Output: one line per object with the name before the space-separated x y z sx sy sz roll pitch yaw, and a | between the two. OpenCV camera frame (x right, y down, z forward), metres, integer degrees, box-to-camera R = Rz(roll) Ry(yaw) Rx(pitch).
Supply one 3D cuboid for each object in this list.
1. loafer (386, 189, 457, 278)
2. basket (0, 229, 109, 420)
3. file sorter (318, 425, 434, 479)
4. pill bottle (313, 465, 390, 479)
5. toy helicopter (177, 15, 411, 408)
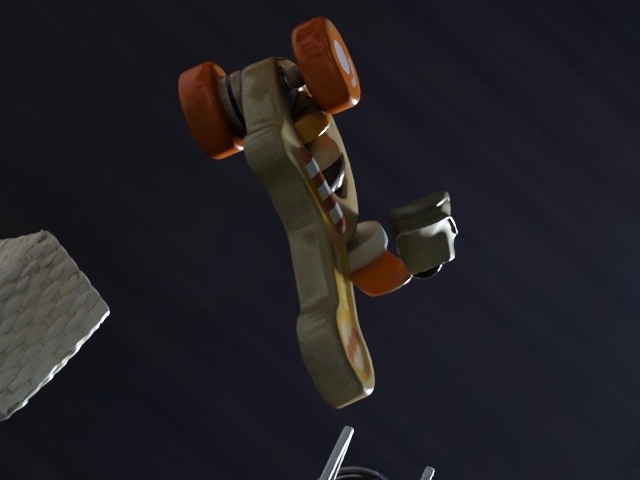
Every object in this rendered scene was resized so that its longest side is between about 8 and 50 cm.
loafer | 0.088 -0.003 1.597 0.056 0.050 0.148 -22 169 1
basket | -0.284 0.082 1.726 0.103 0.113 0.167 -16 -154 50
file sorter | 0.094 0.291 1.409 0.173 0.278 0.193 110 6 -48
pill bottle | 0.033 0.294 1.996 0.123 0.123 0.219 -50 177 -3
toy helicopter | 0.000 0.000 1.651 0.140 0.235 0.355 -21 -132 13
